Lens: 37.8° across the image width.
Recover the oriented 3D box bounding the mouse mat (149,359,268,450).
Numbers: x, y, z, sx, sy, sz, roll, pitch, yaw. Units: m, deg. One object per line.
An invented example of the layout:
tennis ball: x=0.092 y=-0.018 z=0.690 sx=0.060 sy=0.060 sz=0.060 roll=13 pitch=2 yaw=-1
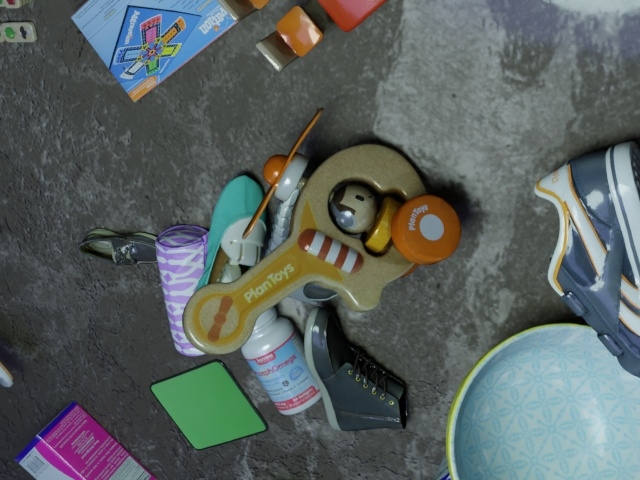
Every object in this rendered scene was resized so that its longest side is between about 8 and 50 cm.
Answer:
mouse mat: x=-0.191 y=0.282 z=1.582 sx=0.189 sy=0.007 sz=0.152 roll=-23 pitch=106 yaw=37

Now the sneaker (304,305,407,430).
sneaker: x=0.056 y=0.184 z=1.353 sx=0.118 sy=0.083 sz=0.222 roll=-3 pitch=125 yaw=23

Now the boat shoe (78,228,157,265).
boat shoe: x=-0.306 y=0.018 z=1.451 sx=0.152 sy=0.049 sz=0.056 roll=5 pitch=120 yaw=25

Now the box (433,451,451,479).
box: x=0.230 y=0.339 z=1.309 sx=0.126 sy=0.137 sz=0.072 roll=38 pitch=130 yaw=3

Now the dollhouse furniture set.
dollhouse furniture set: x=-0.025 y=-0.346 z=1.005 sx=0.262 sy=0.135 sz=0.259 roll=-37 pitch=98 yaw=32

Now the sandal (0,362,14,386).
sandal: x=-0.619 y=0.155 z=1.684 sx=0.265 sy=0.076 sz=0.102 roll=42 pitch=152 yaw=14

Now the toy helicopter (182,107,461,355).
toy helicopter: x=-0.024 y=0.001 z=1.119 sx=0.235 sy=0.355 sz=0.140 roll=55 pitch=158 yaw=-2

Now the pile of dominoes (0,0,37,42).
pile of dominoes: x=-0.522 y=-0.373 z=1.332 sx=0.251 sy=0.040 sz=0.196 roll=5 pitch=121 yaw=25

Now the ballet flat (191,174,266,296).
ballet flat: x=-0.119 y=0.034 z=1.309 sx=0.087 sy=0.083 sz=0.247 roll=46 pitch=123 yaw=49

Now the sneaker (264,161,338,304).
sneaker: x=0.000 y=0.000 z=1.269 sx=0.132 sy=0.086 sz=0.229 roll=22 pitch=132 yaw=3

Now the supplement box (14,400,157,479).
supplement box: x=-0.432 y=0.424 z=1.730 sx=0.220 sy=0.114 sz=0.111 roll=45 pitch=128 yaw=-2

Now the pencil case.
pencil case: x=-0.191 y=0.078 z=1.404 sx=0.088 sy=0.086 sz=0.206 roll=8 pitch=122 yaw=28

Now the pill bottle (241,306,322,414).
pill bottle: x=-0.063 y=0.173 z=1.394 sx=0.087 sy=0.087 sz=0.160 roll=-20 pitch=108 yaw=35

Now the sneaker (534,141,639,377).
sneaker: x=0.344 y=0.051 z=1.083 sx=0.127 sy=0.126 sz=0.321 roll=-14 pitch=101 yaw=29

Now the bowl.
bowl: x=0.287 y=0.251 z=1.193 sx=0.289 sy=0.289 sz=0.156 roll=41 pitch=172 yaw=0

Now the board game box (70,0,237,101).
board game box: x=-0.195 y=-0.305 z=1.208 sx=0.281 sy=0.027 sz=0.145 roll=-27 pitch=103 yaw=37
